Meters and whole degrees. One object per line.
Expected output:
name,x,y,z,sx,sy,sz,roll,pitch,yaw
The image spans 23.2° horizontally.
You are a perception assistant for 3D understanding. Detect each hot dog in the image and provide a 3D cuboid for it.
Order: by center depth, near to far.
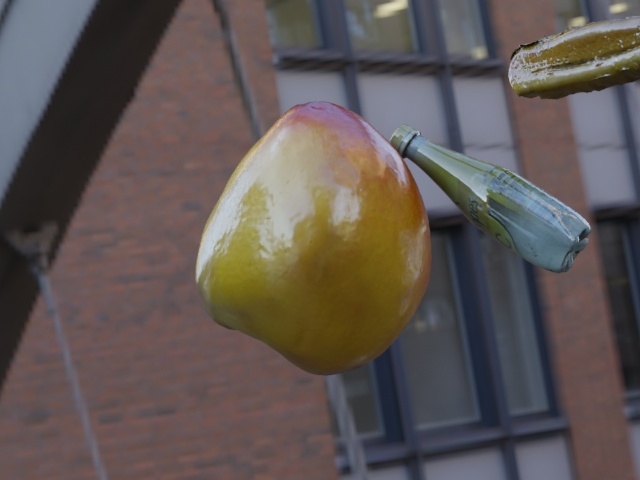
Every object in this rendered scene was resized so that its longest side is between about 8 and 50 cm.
hot dog,0.354,-0.224,1.879,0.289,0.083,0.068,-7,-11,42

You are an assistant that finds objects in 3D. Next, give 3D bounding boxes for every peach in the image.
peach,0.005,0.001,1.896,0.289,0.308,0.289,30,6,-3

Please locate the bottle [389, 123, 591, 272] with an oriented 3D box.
bottle,0.198,-0.057,1.884,0.270,0.083,0.083,34,8,19
